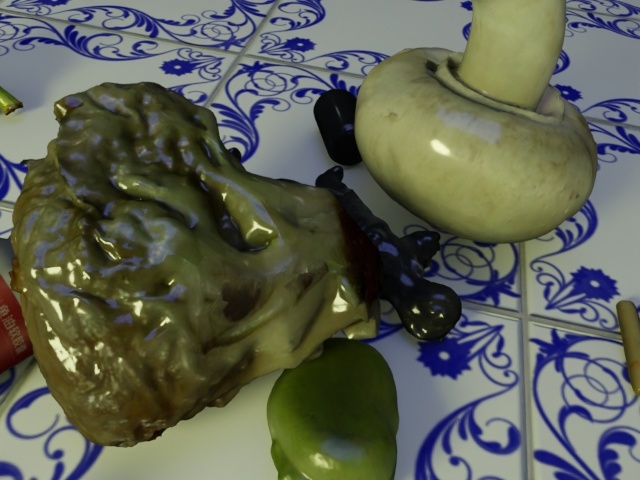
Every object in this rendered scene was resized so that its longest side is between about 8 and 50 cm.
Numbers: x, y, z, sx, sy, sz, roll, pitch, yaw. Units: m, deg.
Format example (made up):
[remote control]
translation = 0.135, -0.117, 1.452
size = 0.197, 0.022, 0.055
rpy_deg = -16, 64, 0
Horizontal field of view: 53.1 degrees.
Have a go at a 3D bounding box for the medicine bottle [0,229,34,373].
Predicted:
[medicine bottle]
translation = -0.349, 0.081, 0.589
size = 0.131, 0.131, 0.250
rpy_deg = 34, 48, 27

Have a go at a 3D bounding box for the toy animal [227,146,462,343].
[toy animal]
translation = 0.011, -0.008, 0.755
size = 0.343, 0.106, 0.168
rpy_deg = 20, 43, 9

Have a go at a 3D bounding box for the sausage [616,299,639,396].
[sausage]
translation = 0.352, 0.119, 0.718
size = 0.024, 0.024, 0.132
rpy_deg = 12, 42, 5

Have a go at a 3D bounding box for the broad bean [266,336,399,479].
[broad bean]
translation = 0.013, 0.167, 0.589
size = 0.124, 0.082, 0.174
rpy_deg = 1, 33, -7

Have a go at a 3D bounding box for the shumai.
[shumai]
translation = -0.096, 0.008, 0.575
size = 0.283, 0.217, 0.346
rpy_deg = -2, 64, 13

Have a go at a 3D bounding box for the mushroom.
[mushroom]
translation = 0.178, -0.143, 0.791
size = 0.315, 0.356, 0.315
rpy_deg = -16, 57, 26

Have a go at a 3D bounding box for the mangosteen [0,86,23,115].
[mangosteen]
translation = -0.524, -0.244, 0.906
size = 0.181, 0.146, 0.156
rpy_deg = 3, 40, -4

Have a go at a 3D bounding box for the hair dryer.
[hair dryer]
translation = 0.118, -0.163, 0.977
size = 0.248, 0.070, 0.114
rpy_deg = 3, 41, -17
